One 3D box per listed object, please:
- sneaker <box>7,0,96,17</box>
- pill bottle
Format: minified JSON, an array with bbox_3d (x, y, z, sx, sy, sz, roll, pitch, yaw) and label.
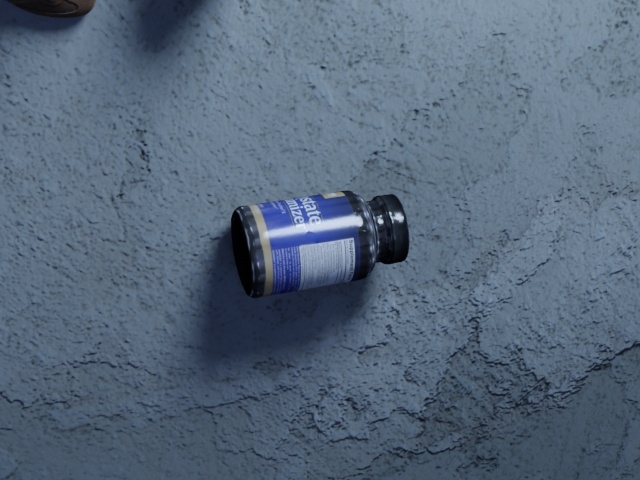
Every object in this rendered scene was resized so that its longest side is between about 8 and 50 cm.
[{"bbox_3d":[-0.344,-0.292,1.214,0.188,0.071,0.066,14,107,-22],"label":"sneaker"},{"bbox_3d":[0.000,0.000,1.423,0.219,0.123,0.123,-10,115,-15],"label":"pill bottle"}]
